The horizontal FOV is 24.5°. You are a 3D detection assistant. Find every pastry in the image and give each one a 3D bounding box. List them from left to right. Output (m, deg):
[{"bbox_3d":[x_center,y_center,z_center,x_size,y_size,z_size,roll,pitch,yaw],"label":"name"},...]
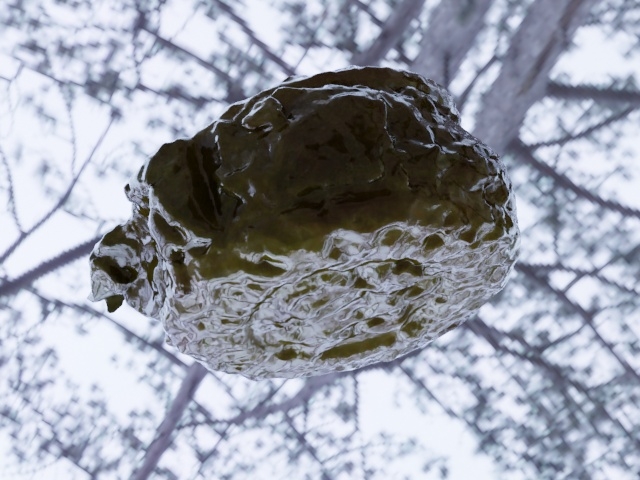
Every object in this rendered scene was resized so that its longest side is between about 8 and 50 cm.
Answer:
[{"bbox_3d":[0.000,0.000,0.899,0.235,0.240,0.132,-7,-123,-31],"label":"pastry"}]
